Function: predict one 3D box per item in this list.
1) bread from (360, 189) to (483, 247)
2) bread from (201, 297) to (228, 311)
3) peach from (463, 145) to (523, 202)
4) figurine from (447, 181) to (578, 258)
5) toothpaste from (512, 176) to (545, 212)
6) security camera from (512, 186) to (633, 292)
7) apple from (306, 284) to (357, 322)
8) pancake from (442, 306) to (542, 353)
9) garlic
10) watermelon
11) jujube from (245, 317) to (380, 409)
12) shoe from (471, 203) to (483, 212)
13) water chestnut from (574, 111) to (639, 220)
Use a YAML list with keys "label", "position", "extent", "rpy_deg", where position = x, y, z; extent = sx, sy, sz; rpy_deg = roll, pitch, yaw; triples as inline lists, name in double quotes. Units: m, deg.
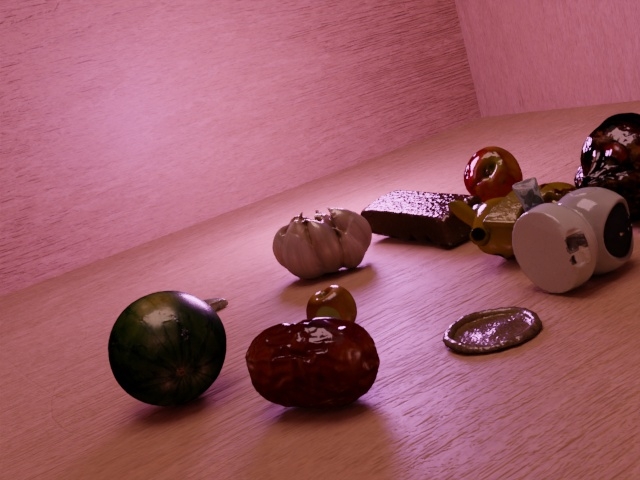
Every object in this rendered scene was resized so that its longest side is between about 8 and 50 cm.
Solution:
- label: "bread"
  position: [0.294, -0.069, 2.386]
  extent: [0.165, 0.113, 0.416]
  rpy_deg: [-28, 20, -25]
- label: "bread"
  position: [-0.365, 0.197, 2.262]
  extent: [0.193, 0.036, 0.112]
  rpy_deg: [-23, 14, -30]
- label: "peach"
  position: [0.541, -0.200, 2.548]
  extent: [0.197, 0.197, 0.197]
  rpy_deg: [-15, 13, 4]
- label: "figurine"
  position: [0.487, -0.044, 1.951]
  extent: [0.327, 0.169, 0.218]
  rpy_deg: [-16, 20, 11]
- label: "toothpaste"
  position: [0.501, -0.036, 1.827]
  extent: [0.060, 0.233, 0.038]
  rpy_deg: [-18, -20, -4]
- label: "security camera"
  position: [0.548, -0.011, 1.704]
  extent: [0.236, 0.194, 0.194]
  rpy_deg: [-20, 13, -27]
- label: "apple"
  position: [0.024, 0.155, 1.818]
  extent: [0.114, 0.102, 0.099]
  rpy_deg: [-13, 15, 18]
- label: "pancake"
  position: [0.332, 0.171, 1.565]
  extent: [0.199, 0.021, 0.199]
  rpy_deg: [-14, 14, 4]
- label: "garlic"
  position: [-0.010, 0.010, 2.275]
  extent: [0.281, 0.203, 0.184]
  rpy_deg: [-4, 35, 28]
- label: "watermelon"
  position: [-0.312, 0.220, 1.659]
  extent: [0.242, 0.242, 0.242]
  rpy_deg: [-15, 13, 4]
- label: "jujube"
  position: [-0.017, 0.218, 1.460]
  extent: [0.250, 0.174, 0.174]
  rpy_deg: [-2, 18, 38]
- label: "shoe"
  position: [0.469, -0.036, 2.136]
  extent: [0.195, 0.079, 0.078]
  rpy_deg: [16, 67, 40]
- label: "water chestnut"
  position: [0.759, -0.165, 1.991]
  extent: [0.244, 0.289, 0.289]
  rpy_deg: [-50, 19, -6]
